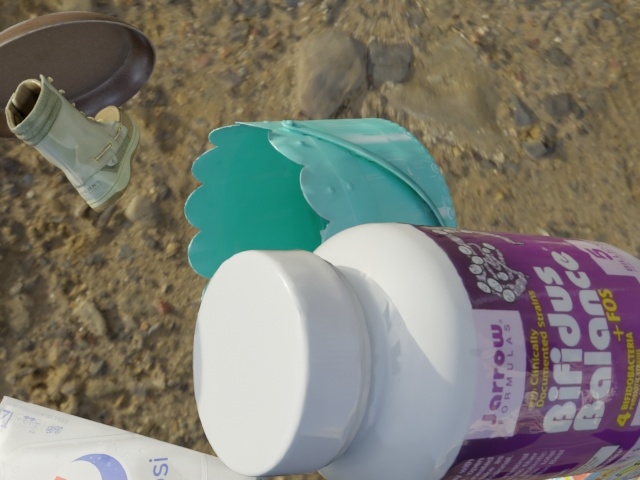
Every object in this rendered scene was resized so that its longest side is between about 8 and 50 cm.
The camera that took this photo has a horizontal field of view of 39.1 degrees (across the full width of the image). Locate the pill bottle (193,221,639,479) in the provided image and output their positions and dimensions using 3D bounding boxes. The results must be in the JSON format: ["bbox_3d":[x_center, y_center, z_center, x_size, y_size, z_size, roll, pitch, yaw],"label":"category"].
[{"bbox_3d":[0.080,0.075,0.578,0.302,0.169,0.169,3,111,-35],"label":"pill bottle"}]

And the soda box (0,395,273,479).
[{"bbox_3d":[-0.160,0.212,0.744,0.286,0.091,0.098,8,152,31],"label":"soda box"}]

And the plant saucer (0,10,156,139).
[{"bbox_3d":[-0.405,-0.255,1.369,0.311,0.310,0.050,-27,76,11],"label":"plant saucer"}]

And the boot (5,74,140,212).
[{"bbox_3d":[-0.317,-0.151,1.158,0.077,0.213,0.165,-34,124,17],"label":"boot"}]

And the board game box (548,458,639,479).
[{"bbox_3d":[0.310,0.159,0.932,0.142,0.275,0.144,-43,59,27],"label":"board game box"}]

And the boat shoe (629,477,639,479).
[{"bbox_3d":[0.634,0.404,1.802,0.110,0.122,0.341,20,125,24],"label":"boat shoe"}]

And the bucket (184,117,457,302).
[{"bbox_3d":[0.000,0.000,0.953,0.183,0.281,0.281,-15,109,-33],"label":"bucket"}]
